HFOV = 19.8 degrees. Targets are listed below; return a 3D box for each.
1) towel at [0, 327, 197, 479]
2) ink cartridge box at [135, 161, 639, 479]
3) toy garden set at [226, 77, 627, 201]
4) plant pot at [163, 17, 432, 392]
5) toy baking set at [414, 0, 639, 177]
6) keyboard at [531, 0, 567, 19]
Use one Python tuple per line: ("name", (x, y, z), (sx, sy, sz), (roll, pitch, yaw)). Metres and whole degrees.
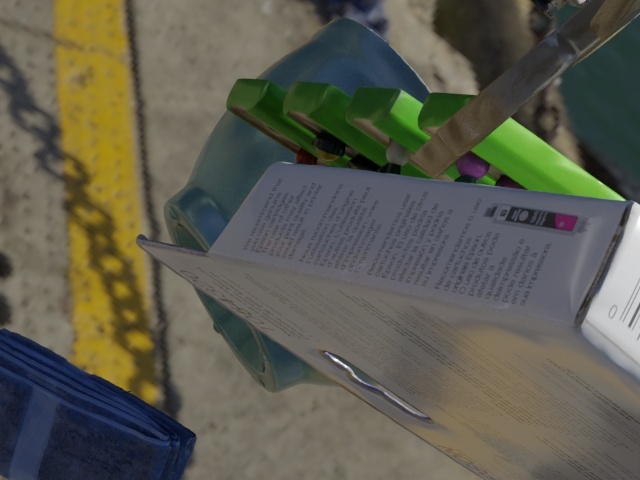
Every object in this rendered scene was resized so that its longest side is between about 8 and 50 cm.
("towel", (-0.121, 0.090, 0.845), (0.119, 0.067, 0.029), (26, 20, 13))
("ink cartridge box", (0.117, 0.068, 0.922), (0.324, 0.330, 0.071), (36, 76, -36))
("toy garden set", (0.077, -0.012, 0.988), (0.203, 0.244, 0.049), (32, 80, -29))
("plant pot", (0.000, 0.000, 1.443), (0.196, 0.293, 0.293), (-31, 71, -13))
("toy baking set", (0.109, -0.099, 0.457), (0.030, 0.197, 0.256), (51, 41, 1))
("keyboard", (0.126, -0.276, 1.197), (0.317, 0.033, 0.202), (31, 83, -16))
